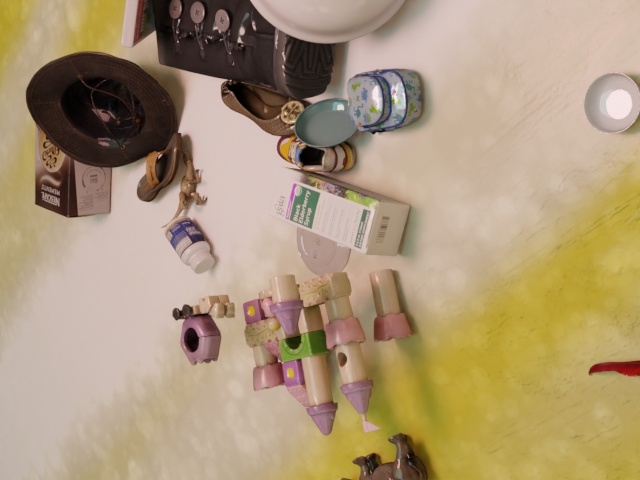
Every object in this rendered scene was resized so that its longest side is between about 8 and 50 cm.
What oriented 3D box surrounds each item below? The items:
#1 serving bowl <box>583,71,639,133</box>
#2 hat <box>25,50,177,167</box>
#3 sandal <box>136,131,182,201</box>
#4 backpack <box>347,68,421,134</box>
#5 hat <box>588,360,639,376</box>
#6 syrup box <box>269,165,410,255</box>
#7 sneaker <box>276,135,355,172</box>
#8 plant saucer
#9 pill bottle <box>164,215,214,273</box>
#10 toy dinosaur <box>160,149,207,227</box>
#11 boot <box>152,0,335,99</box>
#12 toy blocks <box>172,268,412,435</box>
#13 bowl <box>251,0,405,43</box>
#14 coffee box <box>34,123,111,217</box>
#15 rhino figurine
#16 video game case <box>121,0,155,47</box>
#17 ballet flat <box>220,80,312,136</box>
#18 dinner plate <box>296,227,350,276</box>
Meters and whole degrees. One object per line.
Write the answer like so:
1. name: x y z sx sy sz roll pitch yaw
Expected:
1. serving bowl: 0.400 -0.186 1.215 0.083 0.027 0.083 10 104 45
2. hat: -0.464 -0.314 1.956 0.331 0.331 0.134 -41 30 41
3. sandal: -0.361 -0.158 1.954 0.219 0.060 0.090 -36 49 46
4. backpack: 0.103 -0.229 1.470 0.114 0.084 0.105 -2 98 43
5. hat: 0.481 0.131 1.189 0.208 0.183 0.173 -3 105 4
6. syrup box: 0.028 -0.052 1.554 0.236 0.096 0.093 22 102 38
7. sneaker: -0.028 -0.162 1.613 0.185 0.083 0.070 12 105 43
8. plant saucer: 0.014 -0.199 1.563 0.119 0.119 0.021 37 159 35
9. pill bottle: -0.275 0.011 1.904 0.120 0.067 0.067 52 129 26
10. toy dinosaur: -0.286 -0.097 1.922 0.092 0.053 0.183 36 115 54
11. boot: -0.140 -0.473 1.654 0.445 0.146 0.367 26 107 48
12. toy blocks: -0.036 0.208 1.519 0.288 0.308 0.260 -21 76 46
13. bowl: 0.014 -0.451 1.370 0.134 0.297 0.298 -94 7 -77
14. coffee box: -0.593 -0.218 2.152 0.168 0.118 0.297 17 108 42
15. rhino figurine: 0.099 0.430 1.590 0.243 0.073 0.106 -44 63 42
16. video game case: -0.342 -0.505 1.781 0.285 0.025 0.204 -88 10 -69
17. ballet flat: -0.108 -0.258 1.680 0.084 0.058 0.249 -48 46 -13
18. dinner plate: 0.000 0.000 1.661 0.141 0.017 0.141 11 106 45
